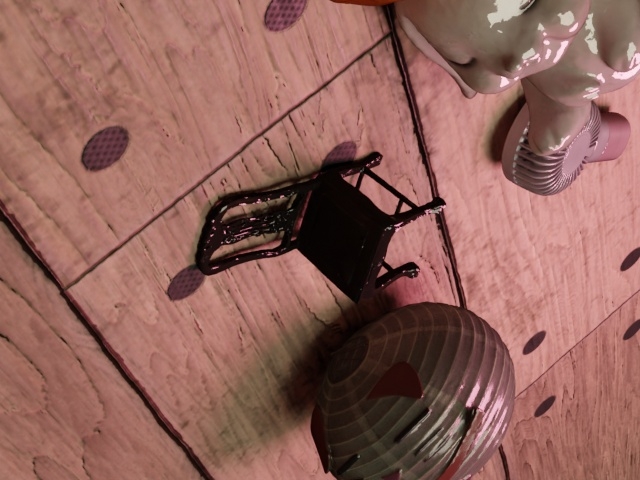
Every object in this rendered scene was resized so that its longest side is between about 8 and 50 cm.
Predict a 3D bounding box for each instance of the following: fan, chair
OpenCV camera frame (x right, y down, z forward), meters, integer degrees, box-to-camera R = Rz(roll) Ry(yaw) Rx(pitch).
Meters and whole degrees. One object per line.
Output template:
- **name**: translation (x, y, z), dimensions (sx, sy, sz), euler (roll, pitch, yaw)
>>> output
- **fan**: translation (0.300, -0.121, 1.711), dimensions (0.244, 0.074, 0.130), euler (-7, 123, -55)
- **chair**: translation (0.000, 0.000, 1.448), dimensions (0.229, 0.113, 0.106), euler (-22, 142, -40)

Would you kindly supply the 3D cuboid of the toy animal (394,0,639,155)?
- **toy animal**: translation (0.185, -0.221, 1.336), dimensions (0.265, 0.206, 0.271), euler (8, 143, -40)

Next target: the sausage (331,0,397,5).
- **sausage**: translation (0.017, -0.278, 1.078), dimensions (0.153, 0.141, 0.268), euler (-43, 151, -3)

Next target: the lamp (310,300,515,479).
- **lamp**: translation (0.104, 0.194, 1.711), dimensions (0.265, 0.233, 0.233), euler (-45, 153, 24)
